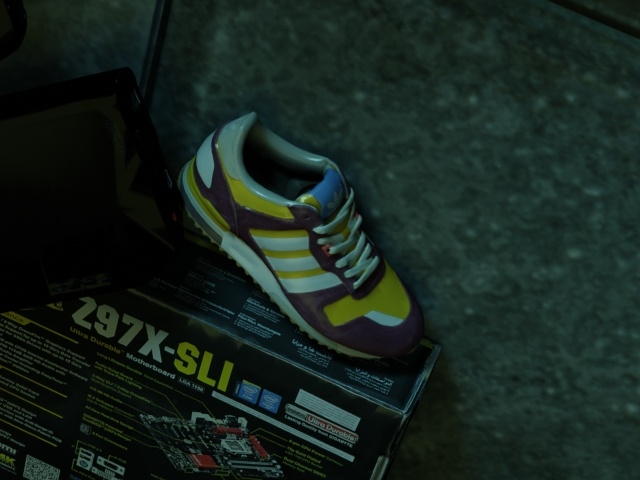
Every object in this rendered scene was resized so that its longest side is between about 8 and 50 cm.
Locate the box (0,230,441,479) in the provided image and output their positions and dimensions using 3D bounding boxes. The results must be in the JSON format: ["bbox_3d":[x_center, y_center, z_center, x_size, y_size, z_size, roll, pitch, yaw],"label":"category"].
[{"bbox_3d":[-0.105,0.110,1.286,0.322,0.079,0.257,24,133,6],"label":"box"}]

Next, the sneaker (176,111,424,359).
[{"bbox_3d":[0.000,0.000,1.141,0.185,0.069,0.084,38,140,-9],"label":"sneaker"}]

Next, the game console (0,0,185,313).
[{"bbox_3d":[-0.230,-0.117,1.101,0.213,0.044,0.361,-12,115,18],"label":"game console"}]
